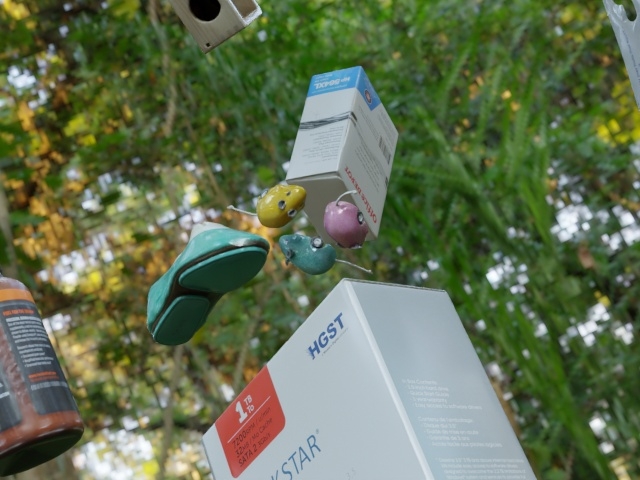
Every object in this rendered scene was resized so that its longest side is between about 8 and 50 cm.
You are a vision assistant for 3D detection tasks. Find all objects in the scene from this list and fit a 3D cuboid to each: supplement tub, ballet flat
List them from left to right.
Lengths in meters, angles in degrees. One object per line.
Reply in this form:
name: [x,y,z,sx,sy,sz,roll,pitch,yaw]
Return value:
supplement tub: [-0.294,0.106,1.108,0.106,0.198,0.106,-23,-17,-7]
ballet flat: [-0.134,0.030,1.365,0.083,0.087,0.247,8,-33,-28]

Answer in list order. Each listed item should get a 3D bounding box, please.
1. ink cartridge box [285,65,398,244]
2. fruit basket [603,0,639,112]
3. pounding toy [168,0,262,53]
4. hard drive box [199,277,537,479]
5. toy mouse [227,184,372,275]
ink cartridge box: [0.033,-0.117,1.715,0.086,0.203,0.148,-7,-42,25]
fruit basket: [0.385,-0.287,1.093,0.165,0.327,0.353,-13,-7,-30]
pounding toy: [-0.201,-0.399,1.897,0.094,0.206,0.181,-30,13,19]
hard drive box: [0.037,0.170,0.726,0.089,0.232,0.181,9,-46,-37]
toy mouse: [0.000,0.000,1.230,0.161,0.031,0.143,-21,-56,43]
